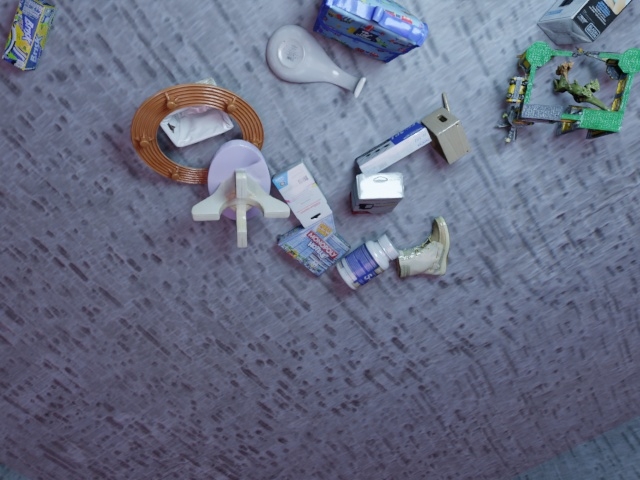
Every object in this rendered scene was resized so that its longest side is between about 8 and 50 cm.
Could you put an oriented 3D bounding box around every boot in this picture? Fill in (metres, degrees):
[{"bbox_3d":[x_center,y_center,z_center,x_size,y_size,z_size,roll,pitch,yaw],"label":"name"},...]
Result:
[{"bbox_3d":[0.328,0.027,1.326,0.165,0.077,0.213,-5,118,0],"label":"boot"}]

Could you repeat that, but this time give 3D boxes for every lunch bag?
[{"bbox_3d":[0.114,-0.512,0.933,0.221,0.293,0.138,18,112,-12],"label":"lunch bag"}]

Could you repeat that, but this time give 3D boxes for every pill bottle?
[{"bbox_3d":[0.155,0.066,1.311,0.187,0.112,0.112,-36,113,13],"label":"pill bottle"}]

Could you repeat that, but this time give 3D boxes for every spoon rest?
[{"bbox_3d":[-0.013,-0.462,1.079,0.277,0.084,0.137,27,110,-1],"label":"spoon rest"}]

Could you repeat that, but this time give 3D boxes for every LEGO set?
[{"bbox_3d":[0.666,-0.398,1.117,0.332,0.192,0.254,1,97,10],"label":"LEGO set"}]

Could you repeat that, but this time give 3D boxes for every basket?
[{"bbox_3d":[-0.330,-0.339,1.071,0.168,0.103,0.113,-19,147,4],"label":"basket"}]

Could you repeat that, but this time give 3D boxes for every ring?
[{"bbox_3d":[-0.315,-0.260,1.073,0.337,0.032,0.336,-12,148,-8],"label":"ring"}]

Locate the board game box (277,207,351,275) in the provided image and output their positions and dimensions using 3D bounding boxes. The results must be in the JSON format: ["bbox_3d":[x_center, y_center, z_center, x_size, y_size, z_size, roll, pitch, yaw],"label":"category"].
[{"bbox_3d":[0.000,0.000,1.298,0.194,0.060,0.194,-42,111,16],"label":"board game box"}]

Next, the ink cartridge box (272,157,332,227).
[{"bbox_3d":[-0.052,-0.141,1.226,0.105,0.061,0.181,-29,113,10],"label":"ink cartridge box"}]

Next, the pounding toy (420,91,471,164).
[{"bbox_3d":[0.356,-0.317,1.145,0.100,0.141,0.130,-32,128,11],"label":"pounding toy"}]

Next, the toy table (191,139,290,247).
[{"bbox_3d":[-0.219,-0.117,1.122,0.253,0.160,0.274,-10,138,-3],"label":"toy table"}]

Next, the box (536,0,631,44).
[{"bbox_3d":[0.704,-0.631,0.990,0.087,0.169,0.290,36,110,-16],"label":"box"}]

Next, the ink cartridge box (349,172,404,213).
[{"bbox_3d":[0.158,-0.132,1.179,0.128,0.175,0.072,-3,80,-2],"label":"ink cartridge box"}]

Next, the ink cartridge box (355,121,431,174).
[{"bbox_3d":[0.204,-0.259,1.169,0.207,0.097,0.046,-29,113,10],"label":"ink cartridge box"}]

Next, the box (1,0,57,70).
[{"bbox_3d":[-0.719,-0.510,1.005,0.054,0.059,0.168,30,110,-16],"label":"box"}]
